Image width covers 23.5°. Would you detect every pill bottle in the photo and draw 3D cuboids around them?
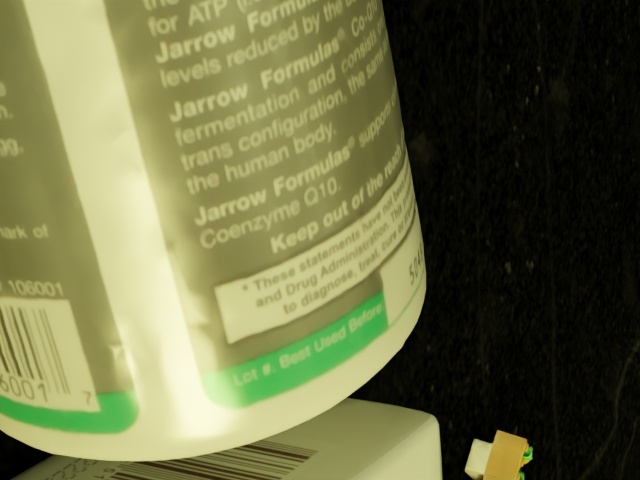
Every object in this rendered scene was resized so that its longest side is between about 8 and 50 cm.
[{"bbox_3d":[-0.083,-0.115,0.582,0.204,0.204,0.361,-43,131,-46],"label":"pill bottle"}]

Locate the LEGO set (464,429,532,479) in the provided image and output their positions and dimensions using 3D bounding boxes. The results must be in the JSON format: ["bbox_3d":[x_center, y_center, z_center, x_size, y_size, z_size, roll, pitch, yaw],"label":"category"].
[{"bbox_3d":[0.113,0.261,1.053,0.287,0.107,0.132,-46,133,-44],"label":"LEGO set"}]

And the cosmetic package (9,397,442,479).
[{"bbox_3d":[-0.050,0.320,0.751,0.230,0.161,0.453,-27,118,-54],"label":"cosmetic package"}]
